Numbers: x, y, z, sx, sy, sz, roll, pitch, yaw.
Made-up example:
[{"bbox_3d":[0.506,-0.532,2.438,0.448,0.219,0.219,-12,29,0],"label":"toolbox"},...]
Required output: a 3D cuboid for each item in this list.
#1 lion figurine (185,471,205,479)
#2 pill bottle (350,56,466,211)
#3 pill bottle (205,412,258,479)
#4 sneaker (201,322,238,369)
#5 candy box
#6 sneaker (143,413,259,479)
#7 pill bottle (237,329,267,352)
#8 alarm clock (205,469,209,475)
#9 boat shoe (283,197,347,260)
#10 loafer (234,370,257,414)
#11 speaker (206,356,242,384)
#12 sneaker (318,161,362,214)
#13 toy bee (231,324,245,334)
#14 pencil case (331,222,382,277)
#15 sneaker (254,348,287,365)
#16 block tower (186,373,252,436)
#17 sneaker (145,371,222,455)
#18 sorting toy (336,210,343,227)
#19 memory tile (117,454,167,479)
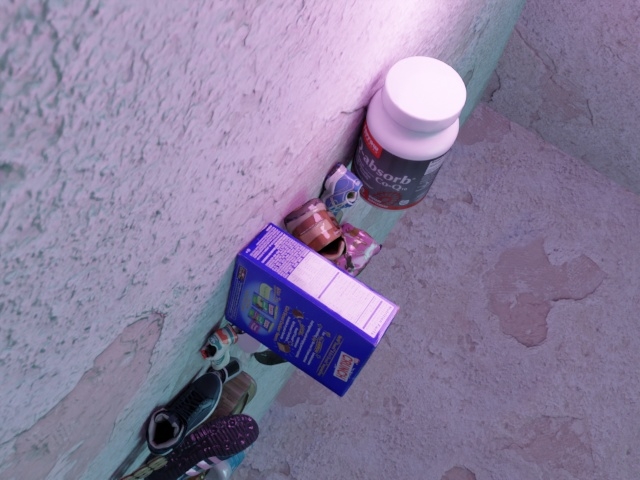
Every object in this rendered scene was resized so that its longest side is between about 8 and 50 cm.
[{"bbox_3d":[-0.452,0.742,1.707,0.240,0.142,0.392,-62,167,-7],"label":"lion figurine"},{"bbox_3d":[0.196,-0.237,1.422,0.210,0.210,0.363,-52,169,-25],"label":"pill bottle"},{"bbox_3d":[-0.344,0.775,2.314,0.264,0.146,0.146,-46,166,-48],"label":"pill bottle"},{"bbox_3d":[-0.241,0.250,1.386,0.075,0.057,0.161,-22,154,-37],"label":"sneaker"},{"bbox_3d":[-0.028,0.151,1.273,0.122,0.317,0.268,-49,169,-36],"label":"candy box"},{"bbox_3d":[-0.321,0.560,1.637,0.319,0.112,0.131,-15,158,-29],"label":"sneaker"},{"bbox_3d":[-0.155,0.238,1.609,0.094,0.094,0.169,-59,170,15],"label":"pill bottle"},{"bbox_3d":[-0.451,0.831,2.161,0.129,0.064,0.192,-43,159,-16],"label":"alarm clock"},{"bbox_3d":[0.000,0.000,1.431,0.123,0.120,0.324,-36,168,4],"label":"boat shoe"},{"bbox_3d":[-0.274,0.497,1.866,0.268,0.102,0.092,-62,174,37],"label":"loafer"},{"bbox_3d":[-0.250,0.342,1.605,0.055,0.055,0.136,-57,170,4],"label":"speaker"},{"bbox_3d":[0.044,-0.102,1.506,0.080,0.081,0.211,-53,172,-25],"label":"sneaker"},{"bbox_3d":[-0.065,0.139,1.502,0.195,0.298,0.162,-39,-134,47],"label":"toy bee"},{"bbox_3d":[0.041,0.132,2.058,0.386,0.167,0.160,-54,-154,-9],"label":"pencil case"},{"bbox_3d":[-0.151,0.348,2.078,0.228,0.130,0.087,1,133,-45],"label":"sneaker"},{"bbox_3d":[-0.311,0.508,1.743,0.335,0.097,0.091,-60,170,18],"label":"block tower"},{"bbox_3d":[-0.303,0.383,1.384,0.226,0.086,0.163,-51,172,-24],"label":"sneaker"},{"bbox_3d":[0.008,0.019,1.855,0.193,0.038,0.208,-53,170,-17],"label":"sorting toy"},{"bbox_3d":[-0.416,0.531,1.377,0.148,0.012,0.113,-28,161,-19],"label":"memory tile"}]
